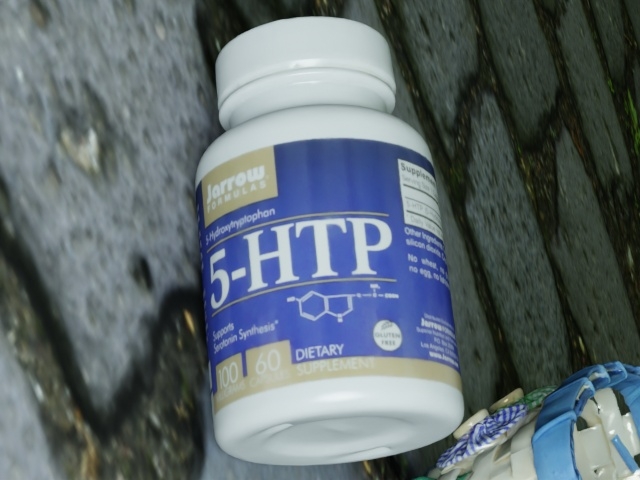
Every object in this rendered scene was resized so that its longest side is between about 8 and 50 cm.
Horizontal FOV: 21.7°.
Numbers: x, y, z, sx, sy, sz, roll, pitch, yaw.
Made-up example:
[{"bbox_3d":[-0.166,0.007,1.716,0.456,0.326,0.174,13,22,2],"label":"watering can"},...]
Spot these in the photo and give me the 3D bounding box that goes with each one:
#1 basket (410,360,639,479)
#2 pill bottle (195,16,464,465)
[{"bbox_3d":[0.174,0.162,0.863,0.255,0.289,0.201,-10,87,-72],"label":"basket"},{"bbox_3d":[0.000,0.000,0.758,0.112,0.112,0.187,36,44,-61],"label":"pill bottle"}]
